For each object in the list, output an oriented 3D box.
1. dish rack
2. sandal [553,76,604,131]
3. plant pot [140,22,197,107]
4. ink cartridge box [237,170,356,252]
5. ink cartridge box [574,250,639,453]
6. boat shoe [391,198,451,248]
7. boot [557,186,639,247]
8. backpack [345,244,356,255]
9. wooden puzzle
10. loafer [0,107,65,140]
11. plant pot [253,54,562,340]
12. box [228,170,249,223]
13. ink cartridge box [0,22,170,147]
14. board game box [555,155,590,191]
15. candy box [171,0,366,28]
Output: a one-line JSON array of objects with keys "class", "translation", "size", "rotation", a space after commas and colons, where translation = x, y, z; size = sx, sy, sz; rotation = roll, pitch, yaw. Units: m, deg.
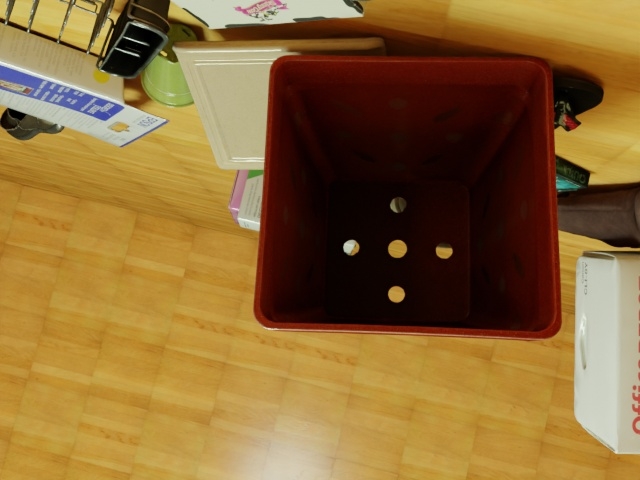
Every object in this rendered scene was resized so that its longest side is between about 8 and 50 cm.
[{"class": "dish rack", "translation": [-0.286, -0.253, 0.720], "size": [0.272, 0.074, 0.208], "rotation": [17, 172, -23]}, {"class": "sandal", "translation": [0.245, -0.131, 0.787], "size": [0.067, 0.040, 0.179], "rotation": [14, 173, 0]}, {"class": "plant pot", "translation": [-0.168, -0.209, 0.862], "size": [0.083, 0.083, 0.079], "rotation": [14, 161, -6]}, {"class": "ink cartridge box", "translation": [-0.025, -0.077, 1.293], "size": [0.209, 0.152, 0.087], "rotation": [13, 172, -1]}, {"class": "ink cartridge box", "translation": [0.583, 0.155, 1.067], "size": [0.385, 0.279, 0.160], "rotation": [0, 180, 2]}, {"class": "boat shoe", "translation": [0.213, -0.032, 1.349], "size": [0.307, 0.110, 0.104], "rotation": [19, 170, -37]}, {"class": "boot", "translation": [0.397, -0.034, 1.059], "size": [0.207, 0.090, 0.248], "rotation": [8, 175, 29]}, {"class": "backpack", "translation": [0.000, 0.000, 1.708], "size": [0.166, 0.188, 0.144], "rotation": [12, 173, 6]}, {"class": "wooden puzzle", "translation": [-0.031, -0.153, 0.847], "size": [0.221, 0.044, 0.238], "rotation": [1, 152, 9]}, {"class": "loafer", "translation": [-0.534, -0.239, 1.358], "size": [0.220, 0.080, 0.078], "rotation": [0, 156, 44]}, {"class": "plant pot", "translation": [0.087, -0.019, 0.786], "size": [0.268, 0.267, 0.235], "rotation": [2, 166, 5]}, {"class": "box", "translation": [-0.051, -0.074, 1.508], "size": [0.243, 0.117, 0.213], "rotation": [14, 173, -2]}, {"class": "ink cartridge box", "translation": [-0.412, -0.236, 1.140], "size": [0.307, 0.072, 0.304], "rotation": [15, 172, -28]}, {"class": "board game box", "translation": [0.258, -0.106, 1.019], "size": [0.186, 0.026, 0.126], "rotation": [18, 172, -30]}, {"class": "candy box", "translation": [-0.084, -0.231, 0.501], "size": [0.159, 0.071, 0.233], "rotation": [7, 170, 34]}]
